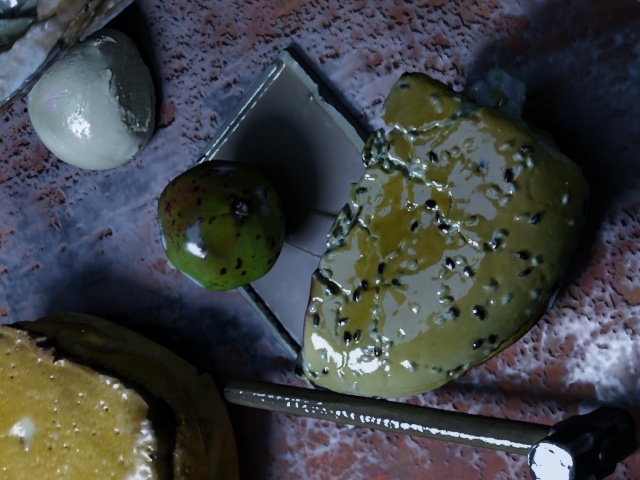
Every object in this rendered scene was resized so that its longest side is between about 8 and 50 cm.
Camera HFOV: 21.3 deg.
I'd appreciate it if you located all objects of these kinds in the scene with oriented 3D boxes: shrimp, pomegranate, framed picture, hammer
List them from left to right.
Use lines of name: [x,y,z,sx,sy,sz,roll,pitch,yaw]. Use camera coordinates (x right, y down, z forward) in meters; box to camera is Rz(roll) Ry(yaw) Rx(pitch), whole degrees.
shrimp: [-0.225,-0.224,1.485,0.445,0.221,0.110,-32,127,27]
pomegranate: [-0.092,-0.008,1.470,0.115,0.114,0.142,61,149,6]
framed picture: [0.000,0.000,1.481,0.281,0.019,0.209,51,122,13]
hammer: [0.073,0.151,1.416,0.365,0.111,0.044,5,103,34]

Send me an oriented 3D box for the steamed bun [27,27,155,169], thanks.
steamed bun: [-0.215,-0.127,1.549,0.112,0.091,0.130,0,101,35]

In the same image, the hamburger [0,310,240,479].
hamburger: [-0.217,0.218,1.578,0.304,0.174,0.284,22,110,28]

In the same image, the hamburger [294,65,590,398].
hamburger: [0.103,0.008,1.313,0.192,0.167,0.288,26,101,22]
